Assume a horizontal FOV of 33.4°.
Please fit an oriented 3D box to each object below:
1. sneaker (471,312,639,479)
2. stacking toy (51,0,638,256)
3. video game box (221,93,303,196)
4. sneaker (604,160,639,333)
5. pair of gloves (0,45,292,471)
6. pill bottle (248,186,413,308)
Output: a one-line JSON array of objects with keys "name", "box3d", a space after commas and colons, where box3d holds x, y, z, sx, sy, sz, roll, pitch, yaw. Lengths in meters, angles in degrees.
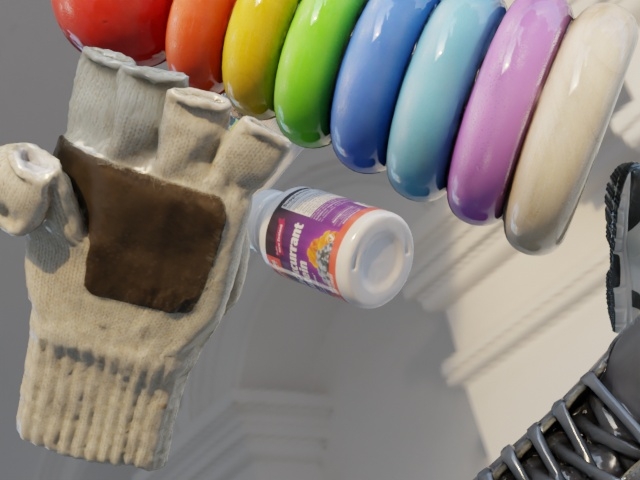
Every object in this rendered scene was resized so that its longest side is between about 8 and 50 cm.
[{"name": "sneaker", "box3d": [0.061, 0.098, 0.362, 0.163, 0.086, 0.226, 10, -65, -32]}, {"name": "stacking toy", "box3d": [0.000, -0.110, 0.608, 0.330, 0.141, 0.141, 21, -30, 12]}, {"name": "video game box", "box3d": [-0.146, -0.113, 1.337, 0.187, 0.048, 0.205, 39, -81, -14]}, {"name": "sneaker", "box3d": [0.192, 0.003, 0.633, 0.043, 0.040, 0.109, -4, -64, 10]}, {"name": "pair of gloves", "box3d": [-0.150, -0.004, 0.439, 0.240, 0.042, 0.204, 21, -64, -9]}, {"name": "pill bottle", "box3d": [0.000, 0.000, 1.190, 0.108, 0.193, 0.108, -16, -66, -39]}]
